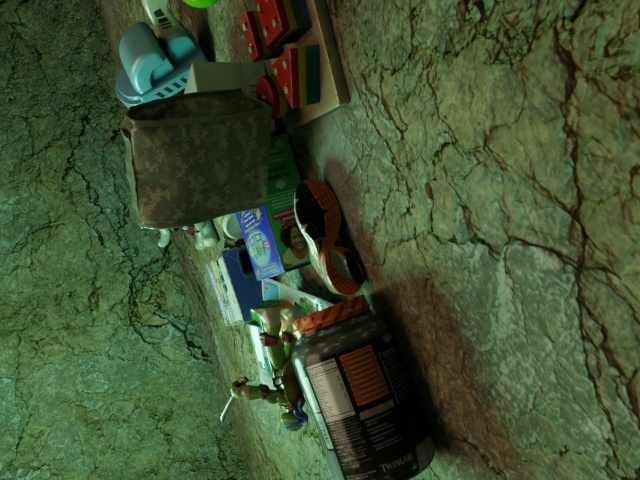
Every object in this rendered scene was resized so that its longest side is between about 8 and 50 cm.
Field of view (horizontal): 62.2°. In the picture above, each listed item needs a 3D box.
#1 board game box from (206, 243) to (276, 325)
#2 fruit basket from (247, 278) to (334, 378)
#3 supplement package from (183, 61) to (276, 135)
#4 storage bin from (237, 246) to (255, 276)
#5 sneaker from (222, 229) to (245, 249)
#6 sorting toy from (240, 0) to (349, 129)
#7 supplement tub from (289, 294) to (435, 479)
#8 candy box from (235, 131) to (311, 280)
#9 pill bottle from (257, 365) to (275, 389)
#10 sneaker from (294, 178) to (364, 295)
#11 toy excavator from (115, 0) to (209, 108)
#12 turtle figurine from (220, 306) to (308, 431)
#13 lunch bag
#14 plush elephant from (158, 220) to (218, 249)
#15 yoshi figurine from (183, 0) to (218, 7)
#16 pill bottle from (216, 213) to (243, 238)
[{"bbox_3d":[-0.254,0.147,1.752,0.291,0.141,0.232,-25,83,67],"label":"board game box"},{"bbox_3d":[-0.049,0.277,1.361,0.353,0.165,0.327,18,123,58],"label":"fruit basket"},{"bbox_3d":[-0.246,-0.304,1.347,0.293,0.175,0.177,154,106,-67],"label":"supplement package"},{"bbox_3d":[-0.173,0.037,1.517,0.091,0.135,0.098,-154,50,-72],"label":"storage bin"},{"bbox_3d":[-0.311,-0.045,1.804,0.227,0.087,0.130,44,133,40],"label":"sneaker"},{"bbox_3d":[-0.068,-0.358,1.040,0.257,0.089,0.255,1,107,66],"label":"sorting toy"},{"bbox_3d":[0.071,0.291,1.040,0.338,0.207,0.207,70,157,8],"label":"supplement tub"},{"bbox_3d":[-0.125,-0.074,1.331,0.268,0.122,0.317,-20,88,68],"label":"candy box"},{"bbox_3d":[-0.133,0.331,1.622,0.131,0.131,0.229,43,143,49],"label":"pill bottle"},{"bbox_3d":[0.000,0.000,1.141,0.121,0.099,0.262,141,111,-70],"label":"sneaker"},{"bbox_3d":[-0.445,-0.576,1.520,0.222,0.433,0.445,60,-178,27],"label":"toy excavator"},{"bbox_3d":[-0.119,0.287,1.207,0.275,0.198,0.266,157,113,-66],"label":"turtle figurine"},{"bbox_3d":[-0.258,-0.167,1.082,0.169,0.287,0.235,40,135,41],"label":"lunch bag"},{"bbox_3d":[-0.606,-0.087,2.229,0.272,0.255,0.330,7,112,65],"label":"plush elephant"},{"bbox_3d":[-0.214,-0.594,1.080,0.203,0.203,0.362,67,160,-5],"label":"yoshi figurine"},{"bbox_3d":[-0.285,-0.105,1.672,0.208,0.117,0.117,49,147,44],"label":"pill bottle"}]
